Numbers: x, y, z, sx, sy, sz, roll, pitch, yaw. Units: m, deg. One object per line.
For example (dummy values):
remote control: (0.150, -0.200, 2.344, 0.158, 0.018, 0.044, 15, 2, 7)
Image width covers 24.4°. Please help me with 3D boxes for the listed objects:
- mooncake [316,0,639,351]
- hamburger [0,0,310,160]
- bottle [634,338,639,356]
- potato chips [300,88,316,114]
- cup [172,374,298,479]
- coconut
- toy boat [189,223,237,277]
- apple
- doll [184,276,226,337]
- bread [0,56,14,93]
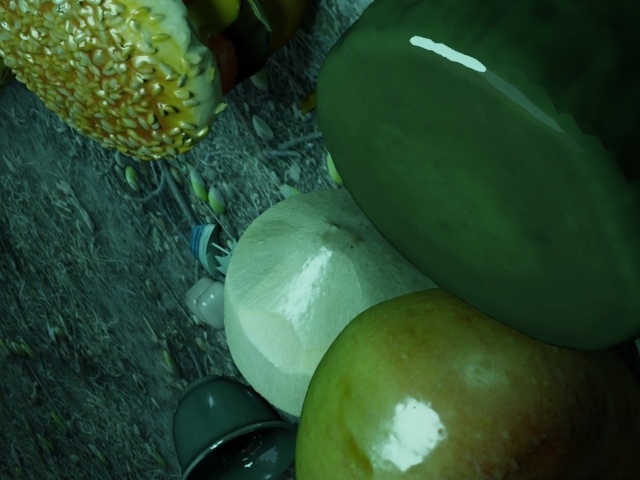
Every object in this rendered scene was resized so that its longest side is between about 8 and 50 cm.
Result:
mooncake: (0.180, -0.087, 1.220, 0.356, 0.194, 0.356, 34, 155, 18)
hamburger: (-0.196, -0.251, 1.503, 0.330, 0.250, 0.330, 27, 153, 16)
bottle: (0.349, 0.158, 1.377, 0.096, 0.079, 0.254, 10, 131, 50)
potato chips: (0.025, -0.167, 1.550, 0.026, 0.037, 0.204, 65, 157, -2)
cup: (-0.148, 0.282, 2.212, 0.150, 0.199, 0.199, 57, 159, 33)
coconut: (0.013, 0.062, 1.616, 0.237, 0.237, 0.266, 44, 152, 16)
toy boat: (-0.119, 0.034, 2.021, 0.149, 0.034, 0.105, 39, 149, 0)
apple: (0.142, 0.200, 1.418, 0.305, 0.338, 0.338, 46, 157, 51)
doll: (-0.114, 0.124, 2.060, 0.160, 0.059, 0.161, 48, 170, -13)
bread: (-0.554, -0.258, 2.015, 0.167, 0.324, 0.277, 23, 142, 49)
